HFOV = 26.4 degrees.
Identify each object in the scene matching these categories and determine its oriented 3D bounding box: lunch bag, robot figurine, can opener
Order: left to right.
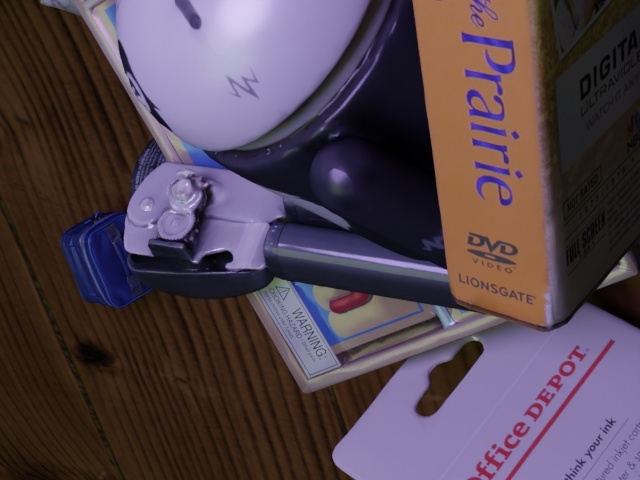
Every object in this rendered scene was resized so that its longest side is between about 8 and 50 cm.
[{"bbox_3d":[-0.211,0.016,1.379,0.065,0.067,0.098,4,122,47],"label":"lunch bag"},{"bbox_3d":[0.000,0.000,0.876,0.280,0.074,0.093,6,150,25],"label":"can opener"},{"bbox_3d":[0.027,-0.091,0.705,0.278,0.173,0.209,26,176,-37],"label":"robot figurine"}]

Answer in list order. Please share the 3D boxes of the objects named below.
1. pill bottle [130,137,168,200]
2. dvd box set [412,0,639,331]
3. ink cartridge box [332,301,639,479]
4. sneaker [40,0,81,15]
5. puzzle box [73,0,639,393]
[{"bbox_3d":[-0.031,-0.037,1.066,0.245,0.130,0.130,-1,119,49],"label":"pill bottle"},{"bbox_3d":[0.132,-0.215,0.564,0.062,0.307,0.420,15,132,34],"label":"dvd box set"},{"bbox_3d":[0.206,0.184,0.905,0.353,0.207,0.119,30,158,31],"label":"ink cartridge box"},{"bbox_3d":[-0.285,-0.228,1.164,0.292,0.169,0.108,25,135,33],"label":"sneaker"},{"bbox_3d":[0.004,-0.115,0.881,0.272,0.052,0.409,-25,101,32],"label":"puzzle box"}]
